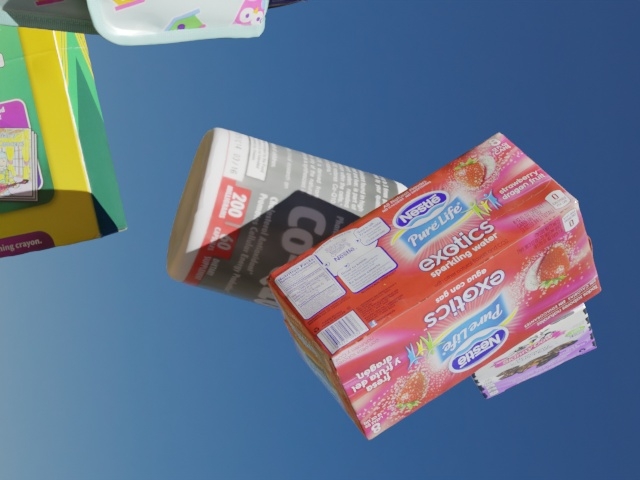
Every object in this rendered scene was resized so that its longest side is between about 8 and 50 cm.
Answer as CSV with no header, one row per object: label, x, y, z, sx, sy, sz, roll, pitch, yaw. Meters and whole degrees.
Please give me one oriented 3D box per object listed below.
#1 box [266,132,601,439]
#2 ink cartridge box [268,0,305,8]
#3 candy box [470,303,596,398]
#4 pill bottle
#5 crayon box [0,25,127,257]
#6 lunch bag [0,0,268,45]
box,0.101,0.038,1.479,0.128,0.257,0.122,48,-13,45
ink cartridge box,0.075,-0.362,1.832,0.065,0.311,0.186,53,35,-38
candy box,0.255,0.117,2.133,0.070,0.165,0.196,66,4,22
pill bottle,0.000,0.000,1.704,0.161,0.283,0.161,-164,-90,-79
crayon box,-0.433,-0.126,1.919,0.106,0.363,0.313,-29,108,-76
lunch bag,-0.150,-0.257,1.149,0.160,0.262,0.223,-66,165,-63
